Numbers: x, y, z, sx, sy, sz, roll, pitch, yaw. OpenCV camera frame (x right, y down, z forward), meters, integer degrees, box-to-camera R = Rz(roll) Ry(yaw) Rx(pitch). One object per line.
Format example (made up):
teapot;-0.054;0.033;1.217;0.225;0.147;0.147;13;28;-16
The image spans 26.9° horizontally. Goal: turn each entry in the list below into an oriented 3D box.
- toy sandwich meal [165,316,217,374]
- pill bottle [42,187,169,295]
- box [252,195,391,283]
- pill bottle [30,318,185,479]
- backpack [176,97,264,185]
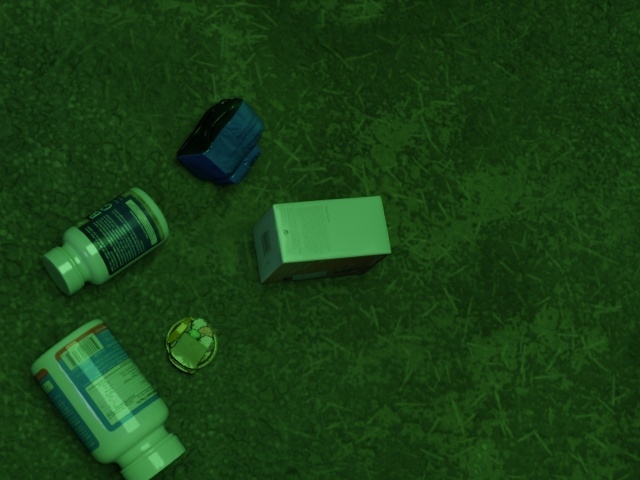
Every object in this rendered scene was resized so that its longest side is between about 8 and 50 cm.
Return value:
toy sandwich meal;-0.187;0.150;1.943;0.085;0.029;0.086;5;73;-16
pill bottle;-0.309;0.005;1.912;0.169;0.094;0.094;-36;87;-23
box;0.000;0.000;1.991;0.170;0.130;0.091;-5;75;-18
pill bottle;-0.288;0.228;1.839;0.124;0.124;0.221;-35;88;-23
backpack;-0.142;-0.149;2.011;0.101;0.098;0.120;45;63;-33
